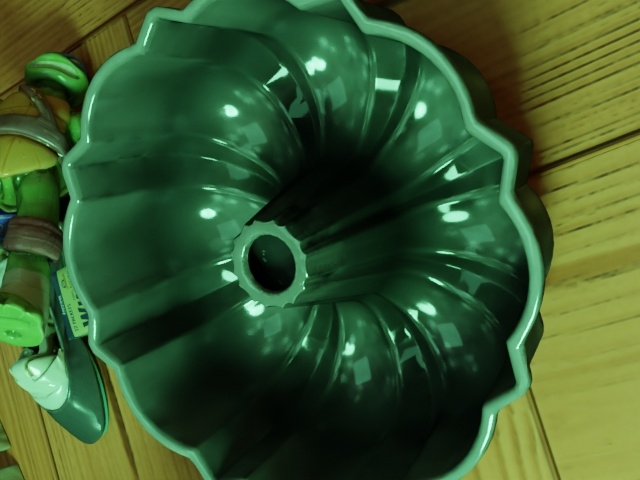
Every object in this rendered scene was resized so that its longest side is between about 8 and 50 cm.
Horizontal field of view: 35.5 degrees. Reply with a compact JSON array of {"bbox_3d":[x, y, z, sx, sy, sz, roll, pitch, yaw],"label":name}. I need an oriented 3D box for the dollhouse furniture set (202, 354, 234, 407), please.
[{"bbox_3d":[-0.088,0.199,0.736,0.129,0.129,0.183,-36,75,34],"label":"dollhouse furniture set"}]

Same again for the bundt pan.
[{"bbox_3d":[0.000,0.000,0.634,0.331,0.124,0.330,9,108,29],"label":"bundt pan"}]

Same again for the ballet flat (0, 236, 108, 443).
[{"bbox_3d":[-0.247,0.087,0.881,0.074,0.074,0.203,-20,84,37],"label":"ballet flat"}]

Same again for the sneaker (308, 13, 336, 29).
[{"bbox_3d":[-0.039,-0.220,0.695,0.094,0.081,0.208,-46,64,43],"label":"sneaker"}]

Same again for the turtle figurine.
[{"bbox_3d":[-0.226,-0.079,0.729,0.275,0.198,0.266,-24,44,44],"label":"turtle figurine"}]

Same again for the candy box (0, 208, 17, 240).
[{"bbox_3d":[-0.464,0.052,0.915,0.122,0.268,0.317,52,122,24],"label":"candy box"}]

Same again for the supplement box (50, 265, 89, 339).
[{"bbox_3d":[-0.151,0.036,0.794,0.083,0.083,0.056,-24,80,37],"label":"supplement box"}]

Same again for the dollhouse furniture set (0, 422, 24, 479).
[{"bbox_3d":[-0.381,0.259,0.966,0.151,0.123,0.144,-39,72,33],"label":"dollhouse furniture set"}]
